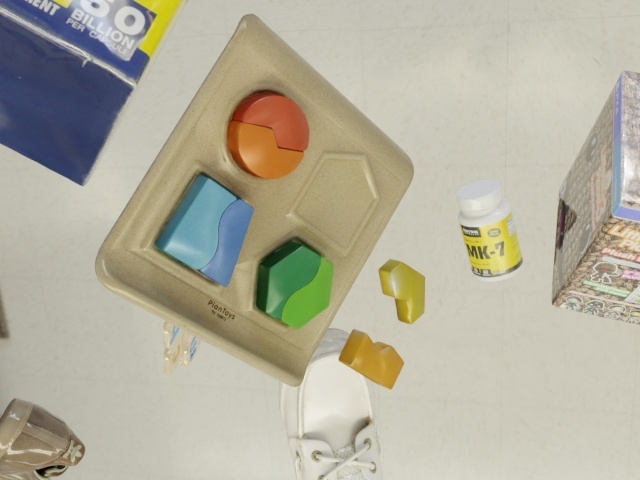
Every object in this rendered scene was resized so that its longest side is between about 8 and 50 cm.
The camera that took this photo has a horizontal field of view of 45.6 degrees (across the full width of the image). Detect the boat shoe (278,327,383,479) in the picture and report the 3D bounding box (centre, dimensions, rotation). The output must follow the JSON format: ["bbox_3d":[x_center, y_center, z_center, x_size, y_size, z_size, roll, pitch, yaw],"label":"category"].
[{"bbox_3d":[0.022,0.217,0.746,0.098,0.096,0.277,-12,119,-10],"label":"boat shoe"}]

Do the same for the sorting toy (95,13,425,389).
[{"bbox_3d":[0.000,0.000,0.618,0.307,0.041,0.229,36,77,-36],"label":"sorting toy"}]

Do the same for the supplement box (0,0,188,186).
[{"bbox_3d":[-0.194,-0.264,0.647,0.194,0.356,0.195,28,150,-17],"label":"supplement box"}]

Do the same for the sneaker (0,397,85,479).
[{"bbox_3d":[-0.254,0.186,0.649,0.071,0.066,0.188,33,148,-14],"label":"sneaker"}]

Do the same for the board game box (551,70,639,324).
[{"bbox_3d":[0.451,-0.052,1.102,0.141,0.232,0.291,12,149,5],"label":"board game box"}]

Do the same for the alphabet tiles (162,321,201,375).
[{"bbox_3d":[-0.185,0.054,1.155,0.021,0.278,0.284,14,130,6],"label":"alphabet tiles"}]

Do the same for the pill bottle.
[{"bbox_3d":[0.376,-0.023,1.708,0.119,0.119,0.208,-13,114,17],"label":"pill bottle"}]
